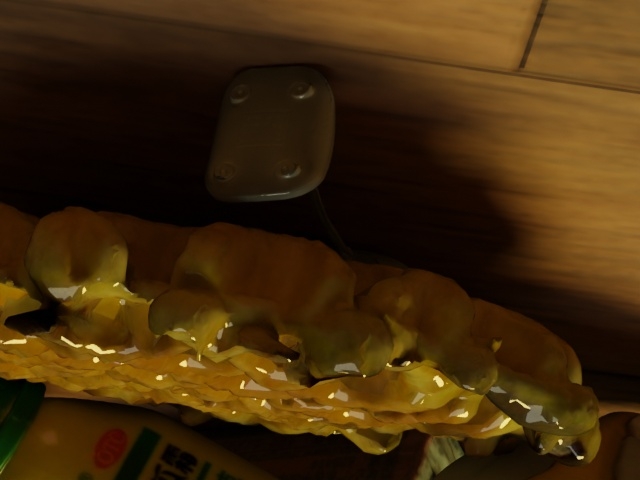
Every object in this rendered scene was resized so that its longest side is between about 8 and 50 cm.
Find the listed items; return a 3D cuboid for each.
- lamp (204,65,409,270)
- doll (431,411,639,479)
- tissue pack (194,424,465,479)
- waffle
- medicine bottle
[{"bbox_3d":[0.000,0.000,0.646,0.050,0.056,0.198,-2,155,13],"label":"lamp"},{"bbox_3d":[0.164,0.131,0.757,0.316,0.103,0.145,-4,-178,-15],"label":"doll"},{"bbox_3d":[-0.038,0.217,0.953,0.315,0.103,0.228,-9,123,28],"label":"tissue pack"},{"bbox_3d":[-0.037,0.043,0.666,0.329,0.062,0.329,8,169,2],"label":"waffle"},{"bbox_3d":[-0.132,0.115,0.787,0.309,0.111,0.076,29,149,-1],"label":"medicine bottle"}]
